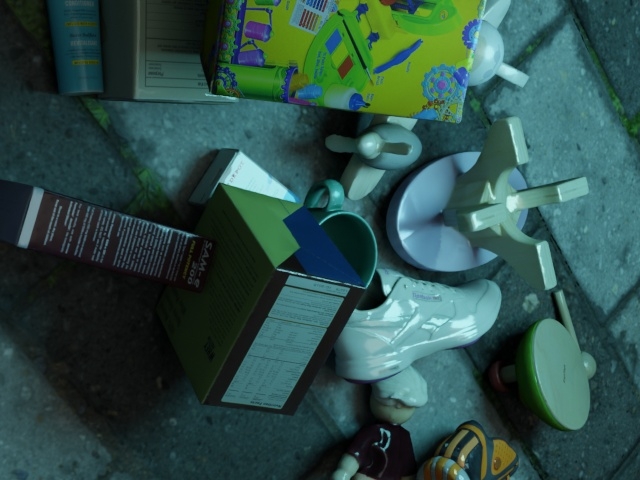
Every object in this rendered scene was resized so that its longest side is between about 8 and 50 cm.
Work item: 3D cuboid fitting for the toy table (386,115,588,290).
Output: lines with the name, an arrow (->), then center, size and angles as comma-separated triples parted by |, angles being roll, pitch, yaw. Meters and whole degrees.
toy table -> 0.252, -0.046, 1.585 | 0.274, 0.161, 0.252 | -31, 105, -33

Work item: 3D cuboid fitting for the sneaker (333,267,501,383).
sneaker -> 0.146, 0.097, 1.581 | 0.305, 0.114, 0.152 | -21, 104, -32

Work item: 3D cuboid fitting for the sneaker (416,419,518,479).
sneaker -> 0.248, 0.423, 1.694 | 0.180, 0.125, 0.321 | -40, 135, -43

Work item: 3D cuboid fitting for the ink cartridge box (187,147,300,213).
ink cartridge box -> -0.101, -0.053, 1.429 | 0.122, 0.052, 0.088 | 39, 75, -34

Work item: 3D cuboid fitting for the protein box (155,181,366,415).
protein box -> -0.080, 0.073, 1.335 | 0.136, 0.200, 0.201 | 14, 115, -34

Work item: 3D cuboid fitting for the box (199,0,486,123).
box -> 0.029, -0.301, 1.162 | 0.279, 0.177, 0.289 | 6, 112, -13

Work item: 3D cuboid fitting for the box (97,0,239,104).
box -> -0.182, -0.321, 1.293 | 0.148, 0.121, 0.311 | -1, 98, -34

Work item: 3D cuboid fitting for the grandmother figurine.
grandmother figurine -> 0.078, 0.344, 1.588 | 0.208, 0.104, 0.342 | 27, 78, -61

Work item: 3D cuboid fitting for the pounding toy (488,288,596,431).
pounding toy -> 0.355, 0.214, 1.763 | 0.182, 0.110, 0.237 | 61, 35, -13

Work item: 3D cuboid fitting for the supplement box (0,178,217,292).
supplement box -> -0.260, -0.004, 1.283 | 0.240, 0.130, 0.073 | 17, 87, -33

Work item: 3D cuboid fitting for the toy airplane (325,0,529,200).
toy airplane -> 0.157, -0.269, 1.436 | 0.385, 0.272, 0.386 | -27, 129, -17

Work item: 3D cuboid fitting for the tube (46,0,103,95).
tube -> -0.293, -0.276, 1.275 | 0.080, 0.052, 0.207 | -9, 96, -42

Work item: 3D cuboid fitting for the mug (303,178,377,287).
mug -> 0.004, 0.008, 1.480 | 0.129, 0.097, 0.157 | 35, 75, -36
